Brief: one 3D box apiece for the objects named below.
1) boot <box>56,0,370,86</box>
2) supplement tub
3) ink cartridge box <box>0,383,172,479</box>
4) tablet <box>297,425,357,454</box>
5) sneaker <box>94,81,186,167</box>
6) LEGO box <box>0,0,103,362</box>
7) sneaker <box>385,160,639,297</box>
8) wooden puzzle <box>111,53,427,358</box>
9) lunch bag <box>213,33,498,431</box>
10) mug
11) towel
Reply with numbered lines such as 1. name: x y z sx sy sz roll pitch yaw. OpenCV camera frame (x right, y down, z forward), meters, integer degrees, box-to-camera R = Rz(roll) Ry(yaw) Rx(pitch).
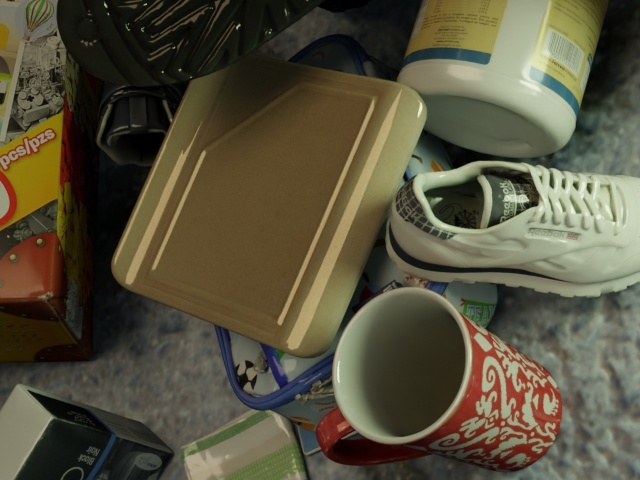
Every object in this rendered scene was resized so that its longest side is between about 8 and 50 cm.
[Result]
1. boot: -0.037 -0.232 1.324 0.348 0.260 0.131 -24 96 3
2. supplement tub: 0.151 -0.180 1.268 0.144 0.144 0.200 7 72 37
3. ink cartridge box: -0.277 0.291 1.387 0.065 0.165 0.333 35 95 37
4. tablet: 0.015 0.140 1.337 0.083 0.006 0.054 -28 59 24
5. sneaker: -0.160 -0.172 1.428 0.086 0.226 0.163 -4 34 3
6. LEGO box: -0.463 -0.083 1.508 0.500 0.193 0.373 -2 70 4
7. sneaker: 0.167 -0.016 1.174 0.235 0.095 0.090 -4 63 -9
8. wooden puzzle: -0.042 -0.035 1.278 0.238 0.044 0.221 18 83 41
9. lunch bag: 0.000 0.000 1.332 0.243 0.115 0.303 -33 54 21
10. mug: 0.086 0.112 1.194 0.150 0.169 0.113 -9 69 33
11. towel: -0.059 0.220 1.350 0.113 0.023 0.152 -31 58 23
